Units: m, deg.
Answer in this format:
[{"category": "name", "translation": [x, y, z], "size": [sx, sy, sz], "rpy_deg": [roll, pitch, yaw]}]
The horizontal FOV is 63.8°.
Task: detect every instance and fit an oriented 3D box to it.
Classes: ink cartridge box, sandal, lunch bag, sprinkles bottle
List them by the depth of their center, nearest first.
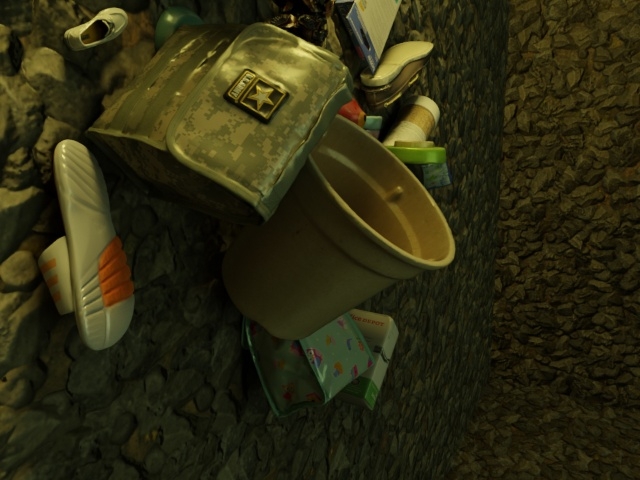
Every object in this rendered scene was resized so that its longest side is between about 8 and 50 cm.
[{"category": "sandal", "translation": [-0.308, 0.009, 0.652], "size": [0.102, 0.076, 0.265], "rpy_deg": [9, 68, -75]}, {"category": "lunch bag", "translation": [-0.122, -0.160, 0.683], "size": [0.235, 0.287, 0.169], "rpy_deg": [-59, 145, -21]}, {"category": "lunch bag", "translation": [-0.038, 0.194, 1.065], "size": [0.223, 0.160, 0.262], "rpy_deg": [-17, 78, -58]}, {"category": "ink cartridge box", "translation": [0.123, -0.583, 1.256], "size": [0.186, 0.065, 0.310], "rpy_deg": [49, 53, -53]}, {"category": "ink cartridge box", "translation": [0.089, 0.295, 1.313], "size": [0.219, 0.161, 0.092], "rpy_deg": [-64, 147, -28]}, {"category": "sprinkles bottle", "translation": [0.231, -0.266, 1.463], "size": [0.355, 0.121, 0.121], "rpy_deg": [-59, 143, -33]}, {"category": "lunch bag", "translation": [0.329, -0.225, 1.612], "size": [0.096, 0.151, 0.128], "rpy_deg": [-66, 146, -26]}]

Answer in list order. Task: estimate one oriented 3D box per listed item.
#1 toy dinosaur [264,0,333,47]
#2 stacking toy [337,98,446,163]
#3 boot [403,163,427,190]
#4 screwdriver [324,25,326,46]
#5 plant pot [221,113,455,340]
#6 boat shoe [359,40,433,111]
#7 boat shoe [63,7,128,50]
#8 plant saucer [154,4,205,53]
[{"category": "toy dinosaur", "translation": [-0.042, -0.453, 0.965], "size": [0.218, 0.165, 0.321], "rpy_deg": [8, 71, -75]}, {"category": "stacking toy", "translation": [0.124, -0.239, 1.093], "size": [0.309, 0.280, 0.130], "rpy_deg": [-53, 146, -74]}, {"category": "boot", "translation": [0.135, -0.097, 1.223], "size": [0.263, 0.229, 0.091], "rpy_deg": [51, 41, -63]}, {"category": "screwdriver", "translation": [0.009, -0.514, 1.127], "size": [0.024, 0.025, 0.169], "rpy_deg": [-31, 132, -55]}, {"category": "plant pot", "translation": [0.000, 0.000, 0.886], "size": [0.334, 0.305, 0.333], "rpy_deg": [33, 31, -23]}, {"category": "boat shoe", "translation": [0.213, -0.455, 1.397], "size": [0.324, 0.117, 0.096], "rpy_deg": [-47, 140, -40]}, {"category": "boat shoe", "translation": [-0.279, -0.272, 0.658], "size": [0.100, 0.035, 0.035], "rpy_deg": [-51, 138, -41]}, {"category": "plant saucer", "translation": [-0.203, -0.301, 0.797], "size": [0.119, 0.021, 0.119], "rpy_deg": [-23, 117, -57]}]
